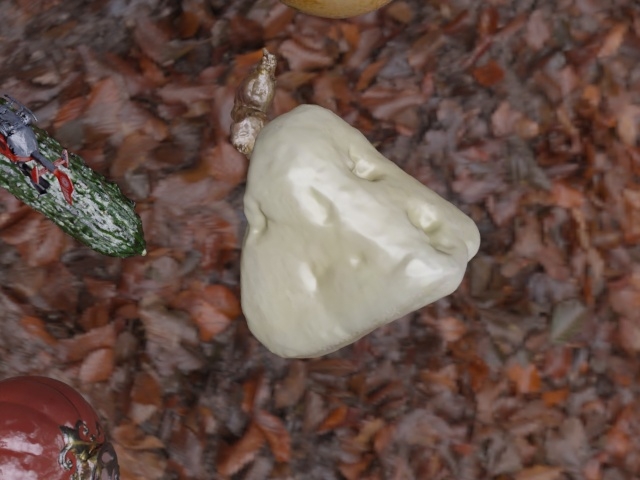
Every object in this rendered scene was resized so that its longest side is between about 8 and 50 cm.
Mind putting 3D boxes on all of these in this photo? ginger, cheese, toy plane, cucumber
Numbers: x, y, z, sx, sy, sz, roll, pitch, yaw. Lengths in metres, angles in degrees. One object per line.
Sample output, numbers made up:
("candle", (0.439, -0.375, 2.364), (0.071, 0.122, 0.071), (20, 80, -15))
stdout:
("ginger", (-0.102, -0.214, 1.863), (0.084, 0.290, 0.122), (22, 121, -11))
("cheese", (0.000, 0.000, 1.219), (0.251, 0.248, 0.173), (45, 33, -3))
("toy plane", (-0.273, -0.085, 1.039), (0.037, 0.145, 0.060), (-35, 149, -37))
("cucumber", (-0.349, -0.094, 1.380), (0.359, 0.096, 0.096), (38, 71, -26))

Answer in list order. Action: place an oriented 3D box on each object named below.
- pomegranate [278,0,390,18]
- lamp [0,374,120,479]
("pomegranate", (0.010, -0.408, 1.317), (0.319, 0.319, 0.319), (0, 89, -32))
("lamp", (-0.434, 0.349, 1.672), (0.257, 0.303, 0.303), (1, 89, 10))
